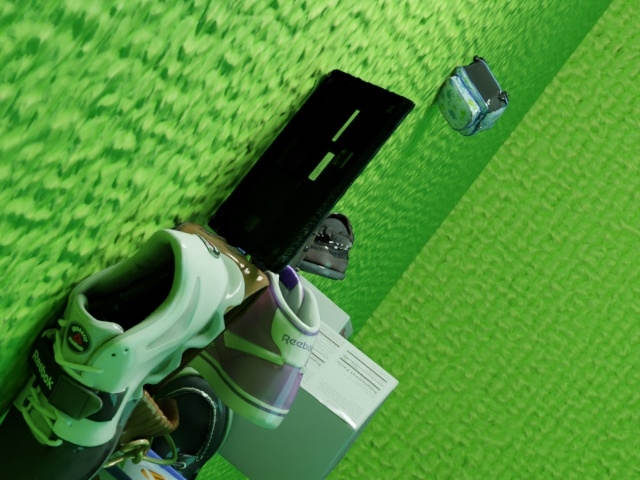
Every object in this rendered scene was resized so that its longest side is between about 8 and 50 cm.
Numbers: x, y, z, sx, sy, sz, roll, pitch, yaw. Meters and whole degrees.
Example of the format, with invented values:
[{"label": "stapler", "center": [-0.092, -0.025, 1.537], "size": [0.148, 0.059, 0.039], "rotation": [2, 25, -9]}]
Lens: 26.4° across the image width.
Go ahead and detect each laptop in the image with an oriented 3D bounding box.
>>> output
[{"label": "laptop", "center": [-0.001, -0.062, 1.553], "size": [0.234, 0.136, 0.264], "rotation": [-52, -145, -5]}]

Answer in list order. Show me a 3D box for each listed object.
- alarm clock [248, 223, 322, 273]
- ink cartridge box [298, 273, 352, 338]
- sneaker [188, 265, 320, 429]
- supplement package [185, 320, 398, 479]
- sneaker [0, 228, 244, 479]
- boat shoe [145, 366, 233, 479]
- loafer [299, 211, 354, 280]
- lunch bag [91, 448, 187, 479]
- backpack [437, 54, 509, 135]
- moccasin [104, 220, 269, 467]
[{"label": "alarm clock", "center": [-0.036, -0.011, 1.821], "size": [0.192, 0.064, 0.129], "rotation": [-61, 178, -41]}, {"label": "ink cartridge box", "center": [-0.076, 0.218, 2.345], "size": [0.289, 0.121, 0.211], "rotation": [-51, 172, -6]}, {"label": "sneaker", "center": [-0.082, 0.091, 1.560], "size": [0.282, 0.102, 0.161], "rotation": [31, -83, 55]}, {"label": "supplement package", "center": [-0.065, 0.216, 1.943], "size": [0.145, 0.262, 0.204], "rotation": [-40, 165, -53]}, {"label": "sneaker", "center": [-0.225, 0.114, 1.297], "size": [0.330, 0.122, 0.146], "rotation": [-50, 153, -4]}, {"label": "boat shoe", "center": [-0.233, 0.311, 1.916], "size": [0.340, 0.127, 0.113], "rotation": [-47, -173, 38]}, {"label": "loafer", "center": [0.000, 0.000, 2.015], "size": [0.302, 0.109, 0.095], "rotation": [-4, 112, -86]}, {"label": "lunch bag", "center": [-0.232, 0.453, 1.650], "size": [0.328, 0.385, 0.239], "rotation": [-53, 171, 2]}, {"label": "backpack", "center": [0.248, -0.231, 2.286], "size": [0.084, 0.105, 0.114], "rotation": [-23, 160, -23]}, {"label": "moccasin", "center": [-0.199, 0.164, 1.440], "size": [0.380, 0.147, 0.139], "rotation": [-51, 171, -7]}]
